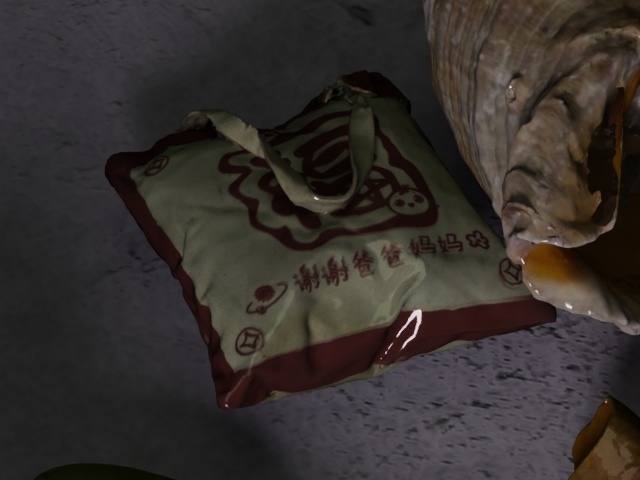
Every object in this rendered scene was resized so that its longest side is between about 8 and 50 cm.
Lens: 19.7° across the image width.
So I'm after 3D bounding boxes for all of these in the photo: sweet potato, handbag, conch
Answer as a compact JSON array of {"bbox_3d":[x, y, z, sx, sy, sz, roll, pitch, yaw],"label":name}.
[{"bbox_3d":[0.207,0.198,1.007,0.077,0.077,0.244,-24,65,-18],"label":"sweet potato"},{"bbox_3d":[0.000,0.000,1.123,0.213,0.127,0.235,-17,43,-15],"label":"handbag"},{"bbox_3d":[0.170,-0.094,1.142,0.210,0.297,0.352,-5,47,53],"label":"conch"}]

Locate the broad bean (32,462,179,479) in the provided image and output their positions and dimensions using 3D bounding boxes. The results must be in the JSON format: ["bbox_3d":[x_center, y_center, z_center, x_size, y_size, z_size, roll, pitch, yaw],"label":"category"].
[{"bbox_3d":[-0.020,0.189,1.017,0.325,0.067,0.075,16,84,9],"label":"broad bean"}]
